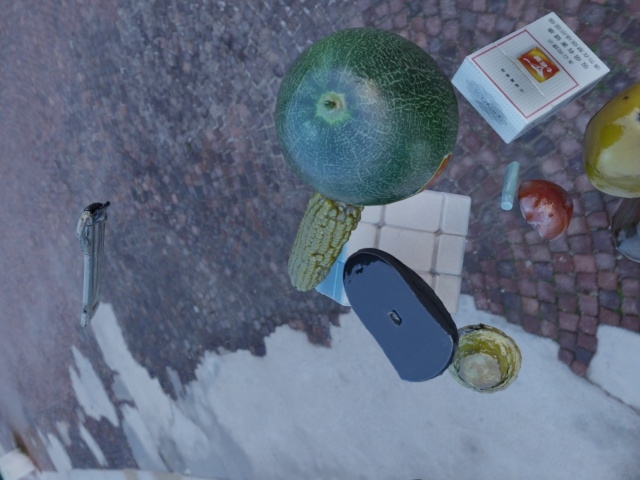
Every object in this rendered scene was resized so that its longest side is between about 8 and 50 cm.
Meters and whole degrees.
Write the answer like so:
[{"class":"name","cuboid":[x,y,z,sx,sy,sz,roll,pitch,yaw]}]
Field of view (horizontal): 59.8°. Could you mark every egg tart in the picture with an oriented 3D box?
[{"class":"egg tart","cuboid":[0.495,0.375,1.715,0.241,0.106,0.240,8,112,21]}]

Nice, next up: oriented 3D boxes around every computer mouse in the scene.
[{"class":"computer mouse","cuboid":[0.147,0.127,1.012,0.137,0.086,0.269,-49,63,27]}]

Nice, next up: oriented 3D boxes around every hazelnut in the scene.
[{"class":"hazelnut","cuboid":[0.628,-0.036,0.973,0.186,0.210,0.210,21,132,1]}]

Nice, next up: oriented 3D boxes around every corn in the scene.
[{"class":"corn","cuboid":[0.000,0.000,0.966,0.097,0.097,0.319,52,152,15]}]

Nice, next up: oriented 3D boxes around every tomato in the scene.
[{"class":"tomato","cuboid":[0.738,-0.120,1.795,0.112,0.199,0.227,-36,42,44]}]

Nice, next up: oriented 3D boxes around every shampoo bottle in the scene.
[{"class":"shampoo bottle","cuboid":[0.608,-0.174,1.789,0.041,0.190,0.069,24,140,1]}]

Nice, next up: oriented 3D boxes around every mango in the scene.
[{"class":"mango","cuboid":[0.369,-0.123,0.617,0.109,0.227,0.147,38,131,27]}]

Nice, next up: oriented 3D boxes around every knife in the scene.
[{"class":"knife","cuboid":[-0.466,0.053,1.118,0.043,0.089,0.365,28,133,4]}]

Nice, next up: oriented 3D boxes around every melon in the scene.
[{"class":"melon","cuboid":[0.050,-0.125,0.580,0.183,0.288,0.182,2,95,22]}]

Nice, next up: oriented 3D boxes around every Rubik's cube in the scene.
[{"class":"Rubik's cube","cuboid":[0.184,0.019,1.514,0.322,0.319,0.315,-168,85,-78]}]

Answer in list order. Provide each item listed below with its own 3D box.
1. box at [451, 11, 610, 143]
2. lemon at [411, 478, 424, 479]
[{"class":"box","cuboid":[0.504,-0.394,1.333,0.210,0.330,0.095,53,156,12]},{"class":"lemon","cuboid":[0.183,0.490,1.059,0.062,0.062,0.083,44,119,24]}]
